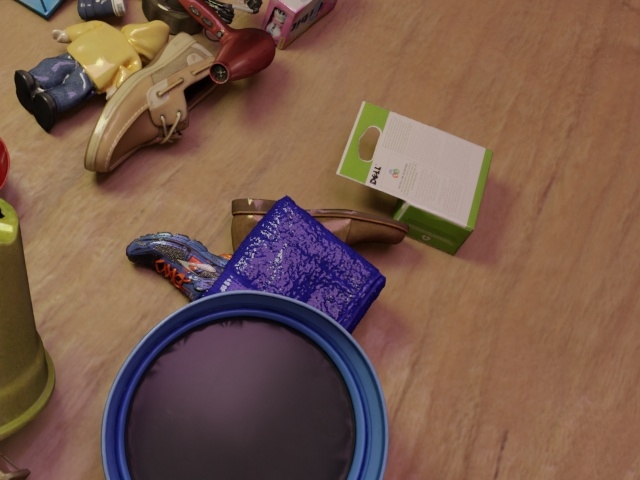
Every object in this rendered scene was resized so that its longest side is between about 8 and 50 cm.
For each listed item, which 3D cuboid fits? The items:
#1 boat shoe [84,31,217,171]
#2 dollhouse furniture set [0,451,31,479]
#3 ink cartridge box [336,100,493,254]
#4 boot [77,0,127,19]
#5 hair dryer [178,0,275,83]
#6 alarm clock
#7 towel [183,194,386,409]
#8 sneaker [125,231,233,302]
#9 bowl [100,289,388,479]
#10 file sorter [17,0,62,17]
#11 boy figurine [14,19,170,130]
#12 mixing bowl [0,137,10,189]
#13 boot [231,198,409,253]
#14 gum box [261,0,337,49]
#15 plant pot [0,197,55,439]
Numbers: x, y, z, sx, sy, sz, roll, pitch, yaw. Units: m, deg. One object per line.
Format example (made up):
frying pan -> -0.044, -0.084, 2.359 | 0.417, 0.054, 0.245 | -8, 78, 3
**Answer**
boat shoe -> -0.271, -0.225, 1.486 | 0.110, 0.121, 0.341 | 31, 54, 0
dollhouse furniture set -> -0.449, 0.353, 1.132 | 0.182, 0.101, 0.161 | 38, 81, 5
ink cartridge box -> 0.159, -0.115, 1.578 | 0.255, 0.097, 0.188 | 22, 57, -3
boot -> -0.404, -0.482, 1.630 | 0.086, 0.069, 0.190 | -8, 51, -1
hair dryer -> -0.185, -0.370, 1.566 | 0.224, 0.080, 0.293 | 9, 43, -30
alarm clock -> -0.253, -0.439, 1.656 | 0.192, 0.064, 0.129 | 43, 57, 5
towel -> -0.057, 0.108, 1.335 | 0.228, 0.076, 0.308 | 39, 68, -8
sneaker -> -0.198, 0.052, 1.376 | 0.221, 0.083, 0.087 | 18, 62, -5
bowl -> -0.101, 0.266, 1.215 | 0.391, 0.077, 0.391 | 2, 80, -14
file sorter -> -0.489, -0.509, 1.564 | 0.118, 0.104, 0.170 | 31, 71, 7
boy figurine -> -0.384, -0.308, 1.518 | 0.177, 0.092, 0.285 | 43, 57, 10
mixing bowl -> -0.562, -0.090, 1.328 | 0.182, 0.098, 0.181 | 8, 58, -13
boot -> 0.000, 0.000, 1.474 | 0.305, 0.112, 0.115 | 3, 83, -15
gum box -> -0.034, -0.460, 1.708 | 0.062, 0.107, 0.188 | 39, 57, 7
plant pot -> -0.471, 0.080, 1.104 | 0.276, 0.253, 0.276 | 9, 29, -5
